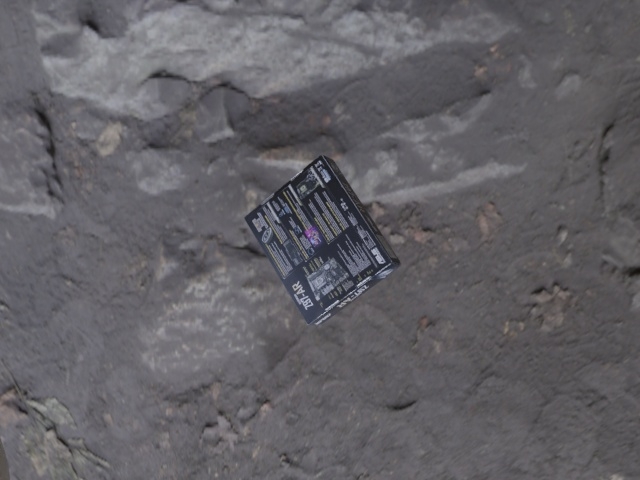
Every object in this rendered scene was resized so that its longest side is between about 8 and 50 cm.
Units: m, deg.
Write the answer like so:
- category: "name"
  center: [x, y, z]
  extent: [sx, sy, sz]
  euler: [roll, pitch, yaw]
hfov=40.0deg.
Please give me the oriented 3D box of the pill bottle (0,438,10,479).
- category: "pill bottle"
  center: [-0.346, 0.150, 0.653]
  extent: [0.188, 0.188, 0.334]
  euler: [-26, 43, -19]

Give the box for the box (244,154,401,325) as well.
- category: "box"
  center: [0.000, 0.000, 0.542]
  extent: [0.067, 0.018, 0.083]
  euler: [-39, 70, 16]
